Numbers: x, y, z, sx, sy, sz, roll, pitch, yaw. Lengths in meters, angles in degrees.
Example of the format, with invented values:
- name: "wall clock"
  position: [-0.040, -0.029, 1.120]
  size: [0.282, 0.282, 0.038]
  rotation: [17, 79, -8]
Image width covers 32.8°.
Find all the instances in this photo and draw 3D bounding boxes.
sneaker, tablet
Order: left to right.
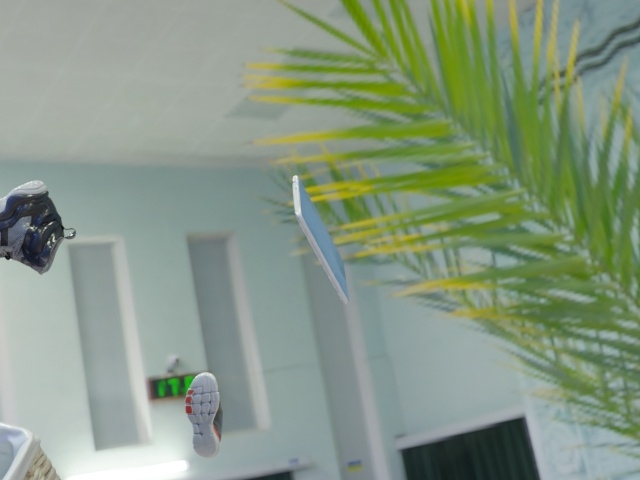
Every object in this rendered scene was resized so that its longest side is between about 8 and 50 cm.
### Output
- name: "sneaker"
  position: [-0.585, 0.019, 2.015]
  size: [0.268, 0.153, 0.101]
  rotation: [-39, -1, -14]
- name: "sneaker"
  position: [-0.197, 0.296, 1.888]
  size: [0.061, 0.158, 0.065]
  rotation: [6, 19, 9]
- name: "tablet"
  position: [0.000, 0.000, 0.750]
  size: [0.006, 0.054, 0.083]
  rotation: [-21, -57, 10]

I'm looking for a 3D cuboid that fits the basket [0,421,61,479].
- name: "basket"
  position: [-0.346, 0.239, 1.040]
  size: [0.167, 0.113, 0.103]
  rotation: [6, -39, 22]
